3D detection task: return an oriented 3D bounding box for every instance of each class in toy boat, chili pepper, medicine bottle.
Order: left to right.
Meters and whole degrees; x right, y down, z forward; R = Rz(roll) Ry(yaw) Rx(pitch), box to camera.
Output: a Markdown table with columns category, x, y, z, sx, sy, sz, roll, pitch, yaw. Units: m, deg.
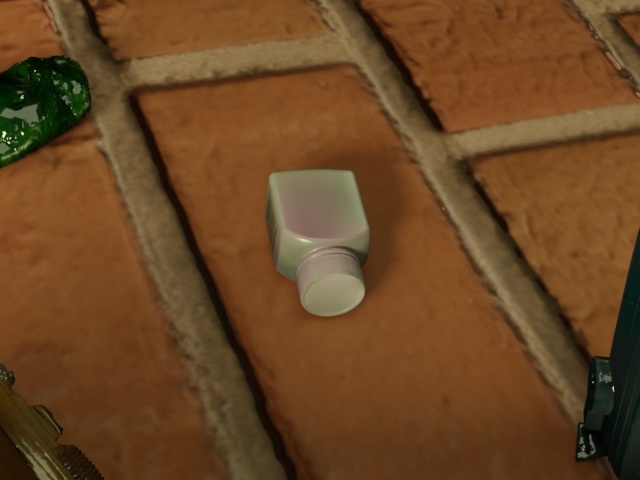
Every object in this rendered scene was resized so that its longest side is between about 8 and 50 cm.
| category | x | y | z | sx | sy | sz | roll | pitch | yaw |
| --- | --- | --- | --- | --- | --- | --- | --- | --- | --- |
| chili pepper | -0.291 | -0.096 | 1.028 | 0.224 | 0.061 | 0.098 | -24 | 63 | -32 |
| toy boat | -0.193 | 0.136 | 0.838 | 0.049 | 0.047 | 0.149 | -20 | 55 | -44 |
| medicine bottle | 0.000 | 0.000 | 1.000 | 0.074 | 0.055 | 0.118 | -1 | 46 | -14 |
| toy boat | 0.263 | 0.042 | 0.849 | 0.122 | 0.296 | 0.114 | 8 | 37 | 1 |
